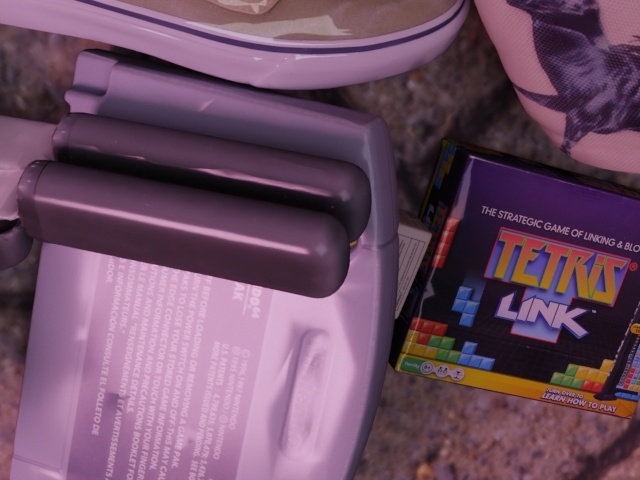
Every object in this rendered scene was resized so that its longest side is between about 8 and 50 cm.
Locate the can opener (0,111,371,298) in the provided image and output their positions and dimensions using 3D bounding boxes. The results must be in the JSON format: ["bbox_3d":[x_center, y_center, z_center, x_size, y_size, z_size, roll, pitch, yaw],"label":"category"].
[{"bbox_3d":[-0.114,-0.020,0.597,0.281,0.074,0.093,8,138,16],"label":"can opener"}]

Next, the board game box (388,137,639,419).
[{"bbox_3d":[0.137,0.026,0.739,0.170,0.048,0.141,13,106,-17],"label":"board game box"}]

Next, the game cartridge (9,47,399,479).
[{"bbox_3d":[-0.062,0.059,0.654,0.196,0.060,0.294,16,106,15],"label":"game cartridge"}]

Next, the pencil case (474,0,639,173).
[{"bbox_3d":[0.117,-0.211,0.558,0.160,0.183,0.410,-6,134,34],"label":"pencil case"}]

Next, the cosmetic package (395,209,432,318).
[{"bbox_3d":[0.000,0.000,0.700,0.115,0.041,0.060,18,104,-18],"label":"cosmetic package"}]

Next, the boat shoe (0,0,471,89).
[{"bbox_3d":[-0.063,-0.147,0.586,0.302,0.109,0.094,4,150,-14],"label":"boat shoe"}]
